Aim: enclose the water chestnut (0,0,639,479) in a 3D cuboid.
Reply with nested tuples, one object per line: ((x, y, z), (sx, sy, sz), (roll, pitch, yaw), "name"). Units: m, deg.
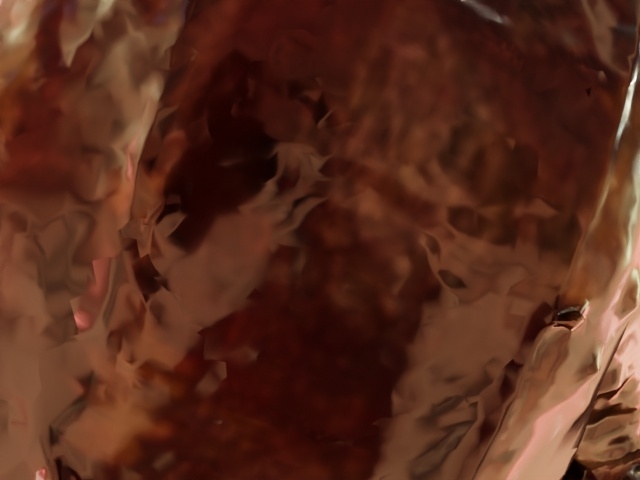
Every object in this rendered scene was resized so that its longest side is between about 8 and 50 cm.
((0.000, 0.000, 0.452), (0.238, 0.223, 0.223), (22, -130, -7), "water chestnut")
